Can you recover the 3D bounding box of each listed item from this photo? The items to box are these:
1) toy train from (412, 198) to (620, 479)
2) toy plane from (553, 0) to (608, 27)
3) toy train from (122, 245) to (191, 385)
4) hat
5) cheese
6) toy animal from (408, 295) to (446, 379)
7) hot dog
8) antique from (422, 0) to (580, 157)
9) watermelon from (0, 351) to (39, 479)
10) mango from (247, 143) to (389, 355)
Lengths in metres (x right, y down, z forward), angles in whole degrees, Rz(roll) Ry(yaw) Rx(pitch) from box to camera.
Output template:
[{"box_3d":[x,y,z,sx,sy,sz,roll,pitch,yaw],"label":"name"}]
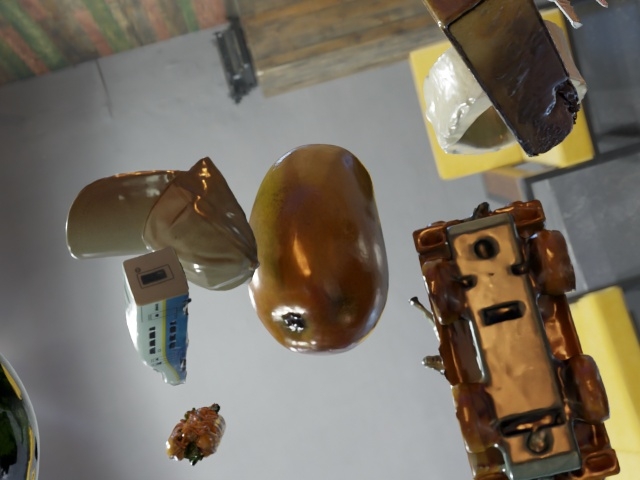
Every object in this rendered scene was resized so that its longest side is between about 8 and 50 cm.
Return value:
[{"box_3d":[0.224,0.141,1.001,0.231,0.163,0.369,56,-160,-71],"label":"toy train"},{"box_3d":[0.319,-0.371,1.179,0.065,0.171,0.162,-37,47,52],"label":"toy plane"},{"box_3d":[-0.153,0.087,0.812,0.234,0.051,0.052,108,143,-58],"label":"toy train"},{"box_3d":[-0.173,0.010,0.945,0.144,0.173,0.166,51,158,31],"label":"hat"},{"box_3d":[0.362,-0.304,1.778,0.332,0.292,0.153,-49,53,57],"label":"cheese"},{"box_3d":[0.229,0.161,1.431,0.217,0.073,0.176,17,-140,-54],"label":"toy animal"},{"box_3d":[-0.172,0.266,1.205,0.188,0.072,0.055,173,91,-89],"label":"hot dog"},{"box_3d":[0.217,-0.209,0.990,0.310,0.093,0.087,38,-157,-52],"label":"antique"},{"box_3d":[-0.345,0.172,0.663,0.269,0.269,0.269,164,90,-88],"label":"watermelon"},{"box_3d":[0.000,0.000,1.147,0.211,0.173,0.317,37,-136,-38],"label":"mango"}]
